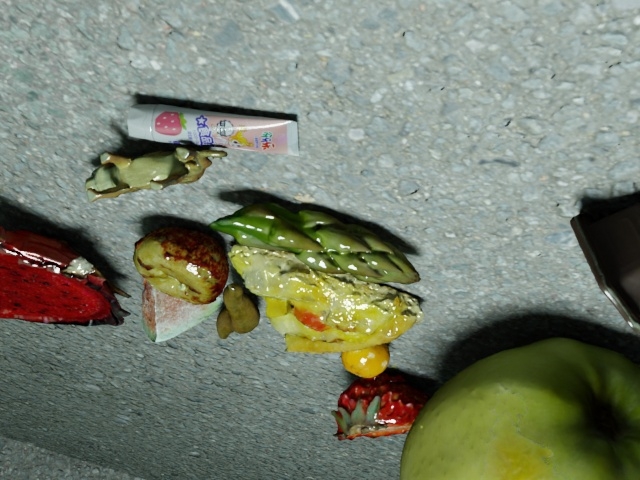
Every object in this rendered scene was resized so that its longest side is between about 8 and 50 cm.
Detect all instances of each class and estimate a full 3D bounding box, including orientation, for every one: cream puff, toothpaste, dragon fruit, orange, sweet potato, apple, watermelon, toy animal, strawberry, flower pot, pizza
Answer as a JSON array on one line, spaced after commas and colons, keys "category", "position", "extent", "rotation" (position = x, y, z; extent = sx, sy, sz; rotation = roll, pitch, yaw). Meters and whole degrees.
[{"category": "cream puff", "position": [-0.199, 0.029, 1.156], "extent": [0.149, 0.084, 0.149], "rotation": [16, 148, 10]}, {"category": "toothpaste", "position": [-0.122, -0.127, 0.918], "extent": [0.194, 0.043, 0.067], "rotation": [7, 152, 4]}, {"category": "dragon fruit", "position": [-0.450, 0.064, 1.306], "extent": [0.282, 0.100, 0.343], "rotation": [27, 150, -23]}, {"category": "orange", "position": [0.074, 0.190, 1.312], "extent": [0.083, 0.070, 0.083], "rotation": [14, 152, 8]}, {"category": "sweet potato", "position": [-0.127, 0.111, 1.266], "extent": [0.069, 0.059, 0.249], "rotation": [14, 159, -5]}, {"category": "apple", "position": [0.337, 0.366, 1.143], "extent": [0.473, 0.474, 0.474], "rotation": [11, 149, 7]}, {"category": "watermelon", "position": [-0.261, 0.093, 1.270], "extent": [0.098, 0.121, 0.158], "rotation": [14, 153, 48]}, {"category": "toy animal", "position": [-0.210, -0.089, 0.980], "extent": [0.241, 0.057, 0.099], "rotation": [-9, -173, 24]}, {"category": "strawberry", "position": [0.126, 0.295, 1.445], "extent": [0.190, 0.111, 0.236], "rotation": [-23, 157, 32]}, {"category": "flower pot", "position": [0.395, 0.050, 0.881], "extent": [0.251, 0.179, 0.084], "rotation": [33, 120, -28]}, {"category": "pizza", "position": [-0.033, 0.094, 1.199], "extent": [0.287, 0.075, 0.280], "rotation": [32, 144, -26]}]

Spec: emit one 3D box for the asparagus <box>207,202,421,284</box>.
[{"category": "asparagus", "position": [0.000, 0.000, 1.037], "extent": [0.287, 0.080, 0.080], "rotation": [21, 149, -4]}]
